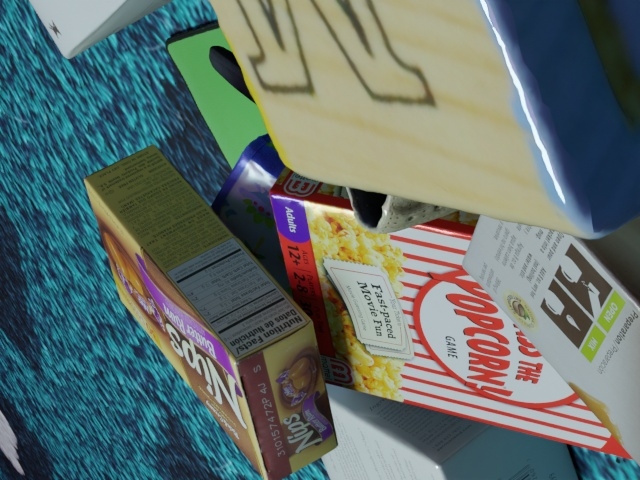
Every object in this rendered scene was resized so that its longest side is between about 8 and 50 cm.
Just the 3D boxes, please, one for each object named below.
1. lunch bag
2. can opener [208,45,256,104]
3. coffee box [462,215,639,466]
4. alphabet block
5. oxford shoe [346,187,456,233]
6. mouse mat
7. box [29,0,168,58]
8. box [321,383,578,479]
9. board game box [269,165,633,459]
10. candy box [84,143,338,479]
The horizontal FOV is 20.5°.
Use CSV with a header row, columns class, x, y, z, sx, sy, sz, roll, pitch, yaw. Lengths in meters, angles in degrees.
class,x,y,z,sx,sy,sz,roll,pitch,yaw
lunch bag,0.000,0.000,1.058,0.129,0.096,0.151,37,167,3
can opener,-0.015,-0.090,1.048,0.186,0.059,0.073,31,147,49
coffee box,0.190,0.045,0.678,0.246,0.141,0.098,50,158,19
alphabet block,0.071,-0.134,0.622,0.197,0.192,0.193,14,131,59
oxford shoe,-0.004,-0.189,0.759,0.397,0.146,0.140,61,159,-10
mouse mat,-0.038,-0.063,1.213,0.189,0.007,0.153,61,159,-12
box,-0.129,-0.224,1.025,0.181,0.119,0.182,59,159,-6
box,0.075,0.135,1.125,0.170,0.091,0.130,27,145,52
board game box,0.079,0.031,0.925,0.194,0.045,0.146,12,138,24
candy box,-0.064,0.040,1.017,0.186,0.053,0.109,48,158,41
